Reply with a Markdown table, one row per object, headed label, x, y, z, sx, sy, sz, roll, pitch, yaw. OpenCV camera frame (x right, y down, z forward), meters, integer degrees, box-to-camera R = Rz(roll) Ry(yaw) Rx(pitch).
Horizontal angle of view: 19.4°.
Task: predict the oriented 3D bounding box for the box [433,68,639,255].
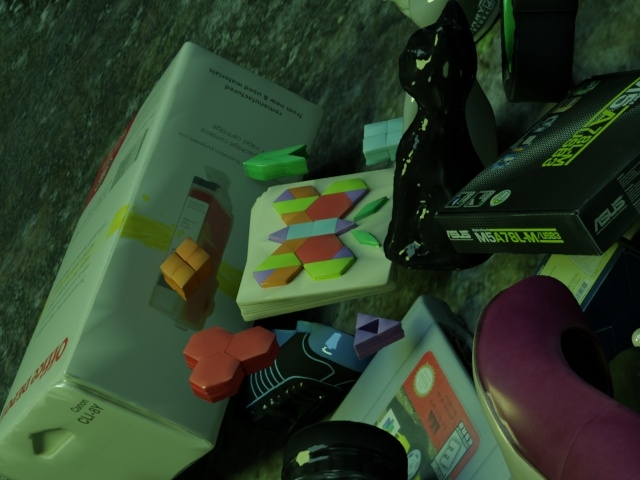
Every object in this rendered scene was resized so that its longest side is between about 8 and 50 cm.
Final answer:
| label | x | y | z | sx | sy | sz | roll | pitch | yaw |
| --- | --- | --- | --- | --- | --- | --- | --- | --- | --- |
| box | 0.202 | -0.060 | 1.380 | 0.191 | 0.045 | 0.184 | -41 | 16 | -21 |

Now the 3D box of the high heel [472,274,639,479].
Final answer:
| label | x | y | z | sx | sy | sz | roll | pitch | yaw |
| --- | --- | --- | --- | --- | --- | --- | --- | --- | --- |
| high heel | 0.189 | 0.117 | 1.089 | 0.181 | 0.127 | 0.377 | -22 | 30 | 18 |

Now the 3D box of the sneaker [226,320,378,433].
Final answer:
| label | x | y | z | sx | sy | sz | roll | pitch | yaw |
| --- | --- | --- | --- | --- | --- | --- | --- | --- | --- |
| sneaker | -0.018 | 0.126 | 1.670 | 0.232 | 0.081 | 0.090 | -13 | 57 | 66 |

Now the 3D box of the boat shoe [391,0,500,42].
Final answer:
| label | x | y | z | sx | sy | sz | roll | pitch | yaw |
| --- | --- | --- | --- | --- | --- | --- | --- | --- | --- |
| boat shoe | 0.060 | -0.319 | 1.846 | 0.136 | 0.156 | 0.367 | -51 | 29 | 23 |

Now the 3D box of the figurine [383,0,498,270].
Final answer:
| label | x | y | z | sx | sy | sz | roll | pitch | yaw |
| --- | --- | --- | --- | --- | --- | --- | --- | --- | --- |
| figurine | 0.101 | -0.118 | 1.516 | 0.215 | 0.092 | 0.209 | -81 | -9 | -58 |

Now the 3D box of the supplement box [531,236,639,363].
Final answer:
| label | x | y | z | sx | sy | sz | roll | pitch | yaw |
| --- | --- | --- | --- | --- | --- | --- | --- | --- | --- |
| supplement box | 0.201 | 0.036 | 1.366 | 0.083 | 0.056 | 0.083 | -58 | 26 | 9 |

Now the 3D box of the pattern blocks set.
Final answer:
| label | x | y | z | sx | sy | sz | roll | pitch | yaw |
| --- | --- | --- | --- | --- | --- | --- | --- | --- | --- |
| pattern blocks set | 0.000 | 0.000 | 1.611 | 0.285 | 0.026 | 0.325 | -17 | 34 | 3 |

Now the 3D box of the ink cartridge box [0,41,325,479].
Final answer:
| label | x | y | z | sx | sy | sz | roll | pitch | yaw |
| --- | --- | --- | --- | --- | --- | --- | --- | --- | --- |
| ink cartridge box | -0.163 | 0.048 | 1.822 | 0.279 | 0.160 | 0.384 | -43 | 24 | 56 |

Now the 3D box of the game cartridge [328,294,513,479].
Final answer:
| label | x | y | z | sx | sy | sz | roll | pitch | yaw |
| --- | --- | --- | --- | --- | --- | --- | --- | --- | --- |
| game cartridge | 0.078 | 0.189 | 1.458 | 0.196 | 0.060 | 0.294 | -59 | 26 | 17 |

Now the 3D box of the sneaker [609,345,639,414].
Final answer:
| label | x | y | z | sx | sy | sz | roll | pitch | yaw |
| --- | --- | --- | --- | --- | --- | --- | --- | --- | --- |
| sneaker | 0.151 | 0.163 | 1.240 | 0.086 | 0.132 | 0.228 | -1 | 67 | 65 |

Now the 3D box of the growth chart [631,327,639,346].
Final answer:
| label | x | y | z | sx | sy | sz | roll | pitch | yaw |
| --- | --- | --- | --- | --- | --- | --- | --- | --- | --- |
| growth chart | 0.305 | 0.018 | 1.231 | 0.237 | 0.021 | 0.172 | -55 | 27 | 16 |

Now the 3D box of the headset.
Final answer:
| label | x | y | z | sx | sy | sz | roll | pitch | yaw |
| --- | --- | --- | --- | --- | --- | --- | --- | --- | --- |
| headset | 0.199 | -0.302 | 1.487 | 0.243 | 0.185 | 0.394 | -85 | -7 | -65 |

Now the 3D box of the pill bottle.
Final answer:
| label | x | y | z | sx | sy | sz | roll | pitch | yaw |
| --- | --- | --- | --- | --- | --- | --- | --- | --- | --- |
| pill bottle | 0.012 | 0.243 | 1.329 | 0.123 | 0.123 | 0.219 | -40 | 33 | 39 |
